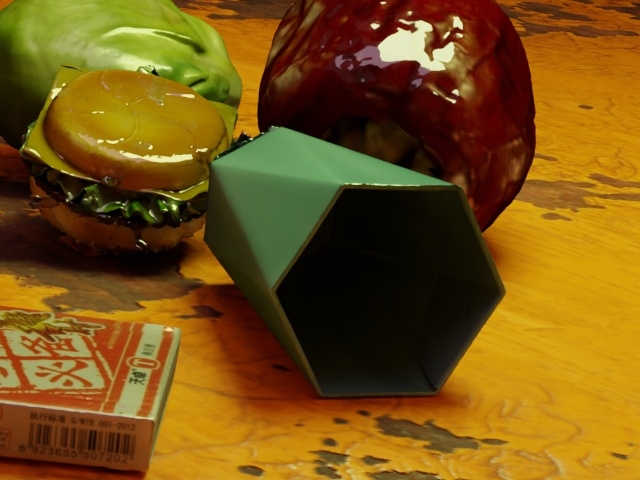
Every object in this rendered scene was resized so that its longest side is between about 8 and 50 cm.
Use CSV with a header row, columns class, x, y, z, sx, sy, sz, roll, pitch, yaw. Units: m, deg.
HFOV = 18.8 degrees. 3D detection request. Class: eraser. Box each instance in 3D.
class,x,y,z,sx,sy,sz,roll,pitch,yaw
eraser,-0.198,0.073,1.066,0.230,0.038,0.157,7,16,-1

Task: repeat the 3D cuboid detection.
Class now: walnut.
class,x,y,z,sx,sy,sz,roll,pitch,yaw
walnut,0.037,-0.092,1.479,0.244,0.221,0.269,-22,14,21

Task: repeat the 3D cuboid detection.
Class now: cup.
class,x,y,z,sx,sy,sz,roll,pitch,yaw
cup,0.000,0.000,1.239,0.134,0.148,0.236,-27,24,-13

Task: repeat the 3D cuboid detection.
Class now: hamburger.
class,x,y,z,sx,sy,sz,roll,pitch,yaw
hamburger,-0.138,-0.056,1.406,0.164,0.093,0.189,20,36,7

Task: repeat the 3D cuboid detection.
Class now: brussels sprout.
class,x,y,z,sx,sy,sz,roll,pitch,yaw
brussels sprout,-0.176,-0.130,1.571,0.223,0.161,0.223,4,9,-1
